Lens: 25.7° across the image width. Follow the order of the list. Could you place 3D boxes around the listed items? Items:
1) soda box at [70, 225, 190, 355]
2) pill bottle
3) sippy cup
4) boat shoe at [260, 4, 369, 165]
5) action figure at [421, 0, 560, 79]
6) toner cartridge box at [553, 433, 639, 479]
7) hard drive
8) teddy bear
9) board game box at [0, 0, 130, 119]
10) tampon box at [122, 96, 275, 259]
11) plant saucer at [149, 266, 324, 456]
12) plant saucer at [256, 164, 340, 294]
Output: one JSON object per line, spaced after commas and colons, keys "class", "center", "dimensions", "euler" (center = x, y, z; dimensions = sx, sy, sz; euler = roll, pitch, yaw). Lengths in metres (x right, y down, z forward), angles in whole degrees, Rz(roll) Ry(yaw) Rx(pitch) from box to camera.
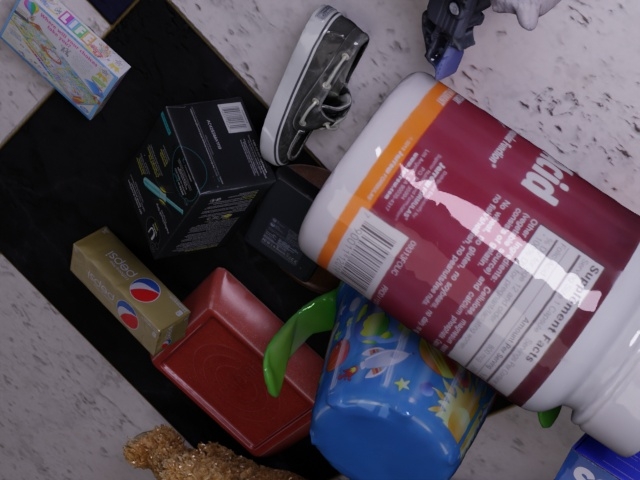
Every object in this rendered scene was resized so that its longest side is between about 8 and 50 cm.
{"class": "soda box", "center": [-0.257, 0.066, 1.882], "dimensions": [0.181, 0.058, 0.061], "euler": [43, 143, 20]}
{"class": "pill bottle", "center": [0.194, 0.027, 1.395], "dimensions": [0.392, 0.224, 0.224], "euler": [35, 141, 5]}
{"class": "sippy cup", "center": [0.099, 0.153, 1.562], "dimensions": [0.240, 0.224, 0.305], "euler": [42, 135, -17]}
{"class": "boat shoe", "center": [-0.006, -0.149, 1.499], "dimensions": [0.070, 0.078, 0.219], "euler": [33, 139, 9]}
{"class": "action figure", "center": [0.069, -0.267, 1.202], "dimensions": [0.330, 0.178, 0.341], "euler": [34, 140, 23]}
{"class": "toner cartridge box", "center": [0.426, 0.317, 1.495], "dimensions": [0.348, 0.165, 0.075], "euler": [33, 118, 20]}
{"class": "hard drive", "center": [-0.030, -0.018, 1.628], "dimensions": [0.094, 0.022, 0.135], "euler": [36, 141, 5]}
{"class": "teddy bear", "center": [-0.144, 0.368, 2.036], "dimensions": [0.338, 0.113, 0.245], "euler": [21, 158, 21]}
{"class": "board game box", "center": [-0.312, -0.230, 1.702], "dimensions": [0.154, 0.026, 0.103], "euler": [43, 141, -4]}
{"class": "tampon box", "center": [-0.144, -0.071, 1.628], "dimensions": [0.161, 0.101, 0.120], "euler": [-47, 60, 52]}
{"class": "plant saucer", "center": [-0.108, 0.185, 1.922], "dimensions": [0.259, 0.048, 0.258], "euler": [44, 141, -4]}
{"class": "plant saucer", "center": [0.000, 0.000, 1.670], "dimensions": [0.199, 0.036, 0.198], "euler": [21, 137, 21]}
